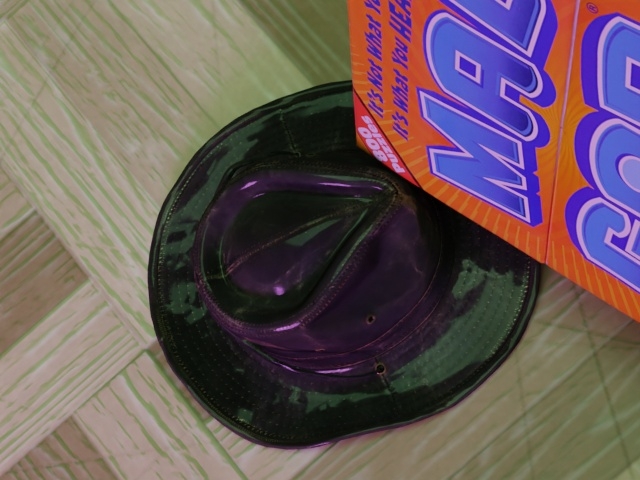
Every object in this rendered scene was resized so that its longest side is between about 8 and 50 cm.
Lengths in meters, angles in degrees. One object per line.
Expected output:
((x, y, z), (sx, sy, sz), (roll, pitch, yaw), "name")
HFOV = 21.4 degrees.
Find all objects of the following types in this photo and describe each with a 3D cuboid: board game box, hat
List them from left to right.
((0.000, 0.000, 1.326), (0.331, 0.134, 0.331), (-4, 73, 15), "hat")
((0.262, -0.192, 1.137), (0.356, 0.356, 0.356), (33, 66, 21), "board game box")
